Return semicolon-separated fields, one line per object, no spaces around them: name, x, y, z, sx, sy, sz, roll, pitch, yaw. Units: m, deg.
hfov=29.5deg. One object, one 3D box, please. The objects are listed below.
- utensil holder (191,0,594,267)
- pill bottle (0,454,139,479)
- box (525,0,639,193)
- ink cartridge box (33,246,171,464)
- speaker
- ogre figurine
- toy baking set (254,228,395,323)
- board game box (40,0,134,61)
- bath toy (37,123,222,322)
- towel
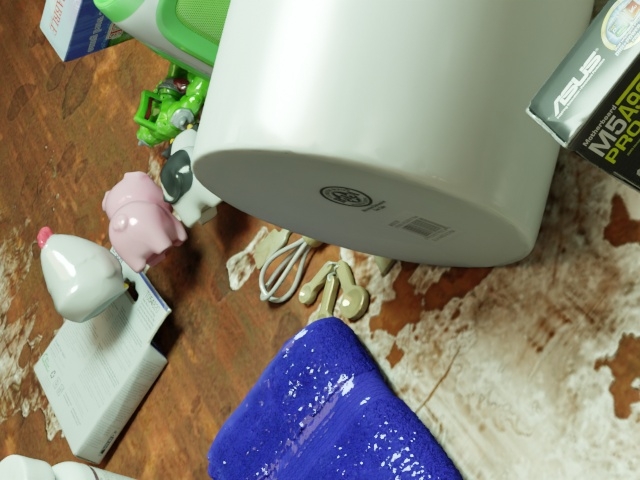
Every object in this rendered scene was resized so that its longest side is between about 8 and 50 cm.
utensil holder;0.077;-0.203;1.074;0.328;0.328;0.385;-2;69;53
pill bottle;-0.234;0.299;1.260;0.121;0.221;0.121;-31;47;40
box;0.303;-0.139;0.824;0.270;0.216;0.060;-54;35;17
ink cartridge box;-0.273;0.138;1.569;0.224;0.045;0.223;-56;35;8
speaker;-0.100;-0.240;1.352;0.131;0.296;0.131;-31;46;39
ogre figurine;-0.191;-0.186;1.624;0.197;0.097;0.118;3;60;42
toy baking set;0.004;-0.006;1.305;0.256;0.030;0.196;30;94;56
board game box;-0.159;-0.373;1.448;0.066;0.318;0.318;55;148;12
bath toy;-0.211;-0.043;1.488;0.348;0.129;0.151;-39;-3;14
towel;0.001;0.228;1.121;0.227;0.076;0.308;-57;35;12
